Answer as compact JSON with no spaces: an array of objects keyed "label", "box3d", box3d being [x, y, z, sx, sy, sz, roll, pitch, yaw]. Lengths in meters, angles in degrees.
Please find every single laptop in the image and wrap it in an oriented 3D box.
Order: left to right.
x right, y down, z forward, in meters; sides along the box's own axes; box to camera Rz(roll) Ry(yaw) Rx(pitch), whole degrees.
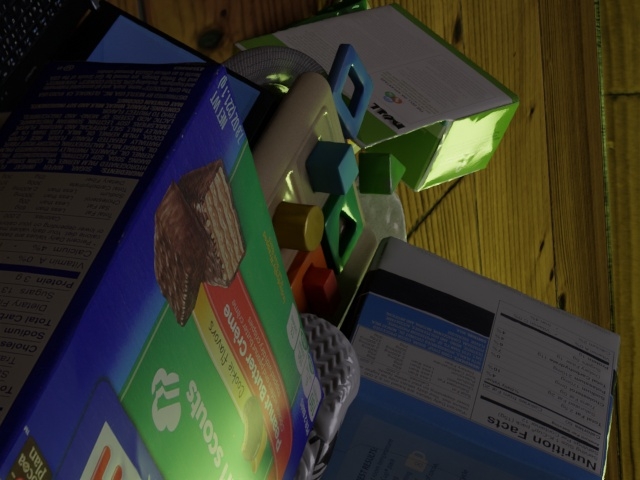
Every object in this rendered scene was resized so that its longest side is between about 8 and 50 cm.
[{"label":"laptop","box3d":[-0.162,-0.138,1.062,0.234,0.136,0.264,-65,148,-44]}]

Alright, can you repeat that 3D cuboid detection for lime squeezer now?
[{"label":"lime squeezer","box3d":[0.013,-0.295,1.671,0.110,0.059,0.310,37,52,-28]}]

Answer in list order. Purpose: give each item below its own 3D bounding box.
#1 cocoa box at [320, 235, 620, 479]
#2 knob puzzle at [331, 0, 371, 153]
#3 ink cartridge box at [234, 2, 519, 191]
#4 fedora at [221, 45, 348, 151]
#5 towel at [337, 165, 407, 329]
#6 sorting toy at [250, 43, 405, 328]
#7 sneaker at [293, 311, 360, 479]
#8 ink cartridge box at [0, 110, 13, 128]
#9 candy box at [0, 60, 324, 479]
[{"label":"cocoa box","box3d":[0.078,0.223,1.309,0.228,0.231,0.347,-66,178,-57]},{"label":"knob puzzle","box3d":[0.046,-0.203,1.767,0.213,0.030,0.213,1,90,-69]},{"label":"ink cartridge box","box3d":[0.046,-0.136,1.548,0.255,0.189,0.097,-21,143,-46]},{"label":"fedora","box3d":[-0.090,-0.036,1.282,0.275,0.124,0.243,-49,134,-50]},{"label":"towel","box3d":[-0.007,0.072,1.451,0.049,0.187,0.282,-137,-139,-68]},{"label":"sorting toy","box3d":[-0.002,-0.010,1.264,0.347,0.047,0.196,-61,144,-39]},{"label":"sneaker","box3d":[-0.087,0.214,1.159,0.366,0.137,0.210,-55,164,1]},{"label":"ink cartridge box","box3d":[-0.244,0.146,0.859,0.270,0.151,0.395,-41,130,-63]},{"label":"candy box","box3d":[-0.117,0.101,0.808,0.317,0.122,0.268,-67,150,-44]}]
